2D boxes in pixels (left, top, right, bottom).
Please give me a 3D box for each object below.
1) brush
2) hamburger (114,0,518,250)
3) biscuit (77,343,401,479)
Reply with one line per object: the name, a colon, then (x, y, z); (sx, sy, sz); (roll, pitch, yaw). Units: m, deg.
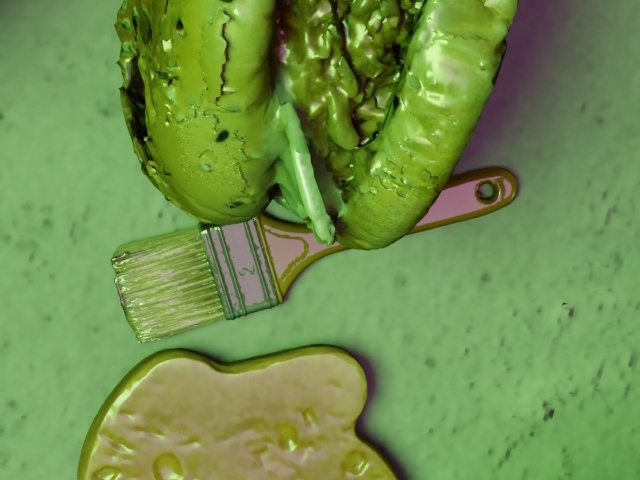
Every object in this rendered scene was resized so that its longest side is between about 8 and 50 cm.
brush: (0.000, 0.000, 0.533); (0.170, 0.014, 0.043); (-16, 101, -3)
hamburger: (-0.013, -0.078, 0.434); (0.113, 0.185, 0.177); (13, 142, -16)
biscuit: (-0.022, 0.093, 0.540); (0.140, 0.023, 0.118); (36, 94, -8)
